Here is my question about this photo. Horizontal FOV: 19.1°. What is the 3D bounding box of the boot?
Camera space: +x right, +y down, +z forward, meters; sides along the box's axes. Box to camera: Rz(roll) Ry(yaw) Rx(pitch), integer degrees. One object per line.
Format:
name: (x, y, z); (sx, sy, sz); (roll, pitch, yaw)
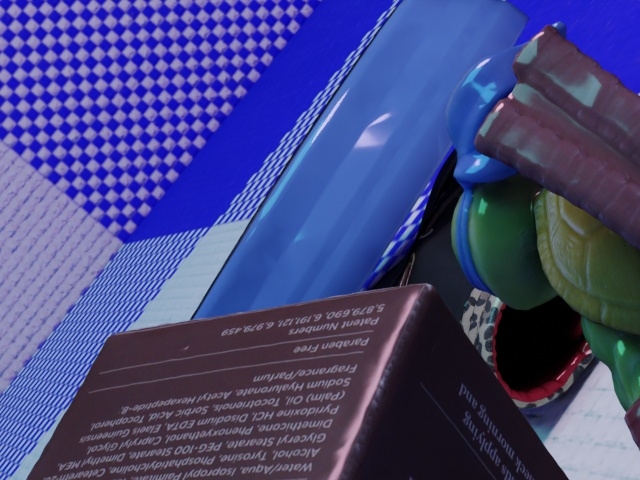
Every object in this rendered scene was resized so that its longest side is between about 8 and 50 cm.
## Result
boot: (0.116, 0.005, 1.048); (0.236, 0.085, 0.178); (-53, 17, -19)

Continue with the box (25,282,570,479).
box: (-0.016, 0.150, 0.705); (0.167, 0.168, 0.203); (-10, 39, 37)

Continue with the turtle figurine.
turtle figurine: (0.189, 0.034, 0.629); (0.266, 0.275, 0.198); (-6, 18, 45)

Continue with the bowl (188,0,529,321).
bowl: (0.000, 0.000, 1.240); (0.391, 0.077, 0.391); (-57, -1, -2)
